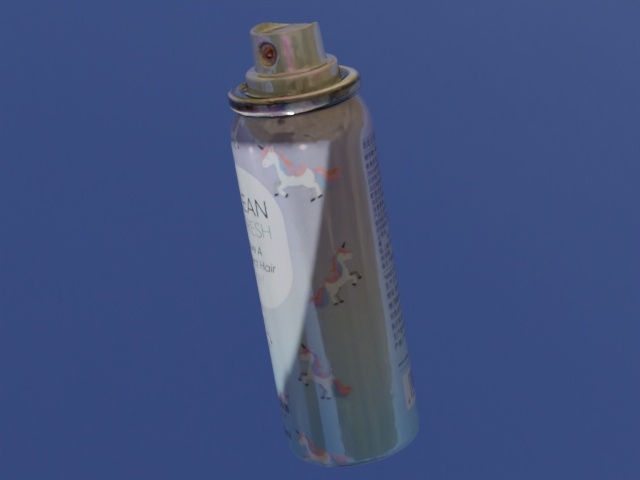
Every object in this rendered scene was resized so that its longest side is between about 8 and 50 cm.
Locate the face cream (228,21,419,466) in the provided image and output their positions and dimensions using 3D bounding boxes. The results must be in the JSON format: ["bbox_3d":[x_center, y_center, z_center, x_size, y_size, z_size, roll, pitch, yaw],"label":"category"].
[{"bbox_3d":[0.000,0.000,0.840,0.075,0.229,0.075,-9,-162,3],"label":"face cream"}]
